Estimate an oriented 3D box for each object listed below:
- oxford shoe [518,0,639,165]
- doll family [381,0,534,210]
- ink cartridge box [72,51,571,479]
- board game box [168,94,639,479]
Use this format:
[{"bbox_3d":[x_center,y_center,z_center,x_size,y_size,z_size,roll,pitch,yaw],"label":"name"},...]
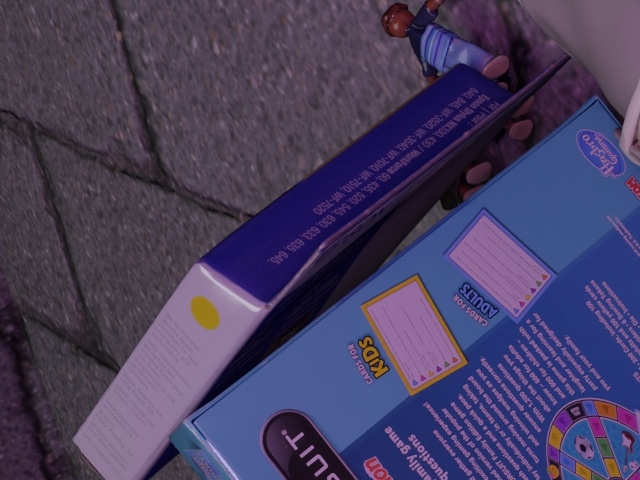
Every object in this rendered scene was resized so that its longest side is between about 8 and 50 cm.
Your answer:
[{"bbox_3d":[0.236,-0.071,1.052,0.449,0.130,0.169,47,152,35],"label":"oxford shoe"},{"bbox_3d":[0.091,-0.095,1.369,0.111,0.076,0.193,42,134,39],"label":"doll family"},{"bbox_3d":[0.000,0.000,1.230,0.072,0.303,0.307,44,135,8],"label":"ink cartridge box"},{"bbox_3d":[0.118,0.112,1.153,0.254,0.336,0.079,52,162,3],"label":"board game box"}]
